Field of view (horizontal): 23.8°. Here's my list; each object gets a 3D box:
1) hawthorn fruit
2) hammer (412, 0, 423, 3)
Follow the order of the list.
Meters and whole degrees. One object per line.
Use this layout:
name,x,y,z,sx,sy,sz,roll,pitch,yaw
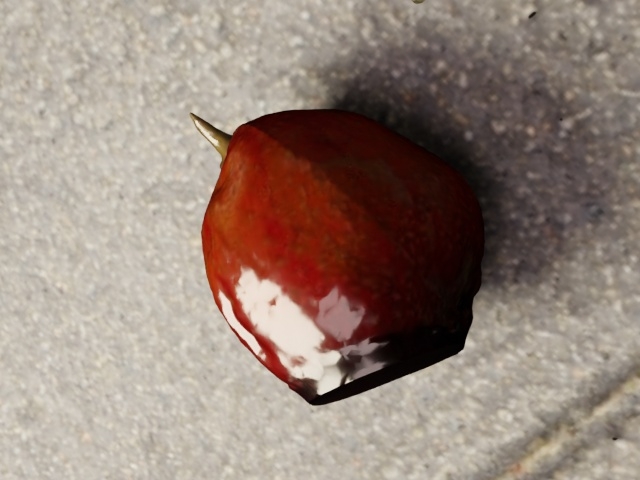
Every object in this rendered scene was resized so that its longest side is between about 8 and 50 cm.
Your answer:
hawthorn fruit,0.000,0.000,1.043,0.251,0.189,0.189,42,128,18
hammer,0.085,-0.237,0.962,0.060,0.028,0.195,34,127,14
